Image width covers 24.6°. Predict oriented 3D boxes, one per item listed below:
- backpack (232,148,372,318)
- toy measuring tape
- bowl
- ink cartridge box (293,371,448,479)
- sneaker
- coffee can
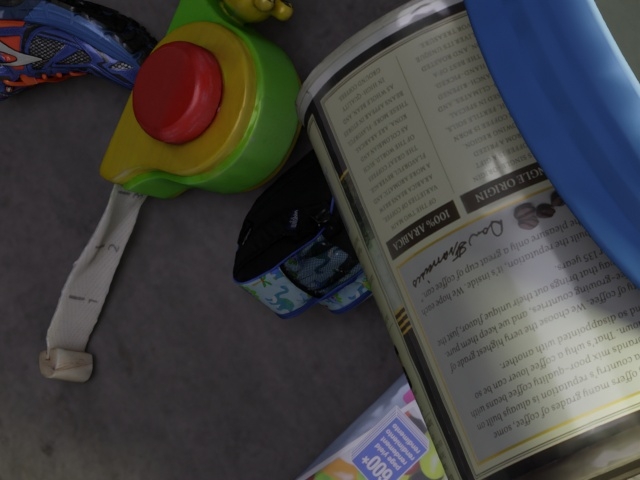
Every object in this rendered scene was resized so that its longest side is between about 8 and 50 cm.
[{"bbox_3d":[0.000,0.000,0.989,0.084,0.105,0.114,39,130,-23],"label":"backpack"},{"bbox_3d":[-0.094,-0.033,1.012,0.121,0.121,0.330,26,98,15],"label":"toy measuring tape"},{"bbox_3d":[0.225,-0.102,0.817,0.077,0.391,0.391,-35,76,39],"label":"bowl"},{"bbox_3d":[0.043,0.232,0.982,0.311,0.065,0.186,-45,76,8],"label":"ink cartridge box"},{"bbox_3d":[-0.212,-0.141,1.078,0.221,0.083,0.087,18,103,20],"label":"sneaker"},{"bbox_3d":[0.126,0.007,0.859,0.201,0.201,0.275,-24,75,11],"label":"coffee can"}]
